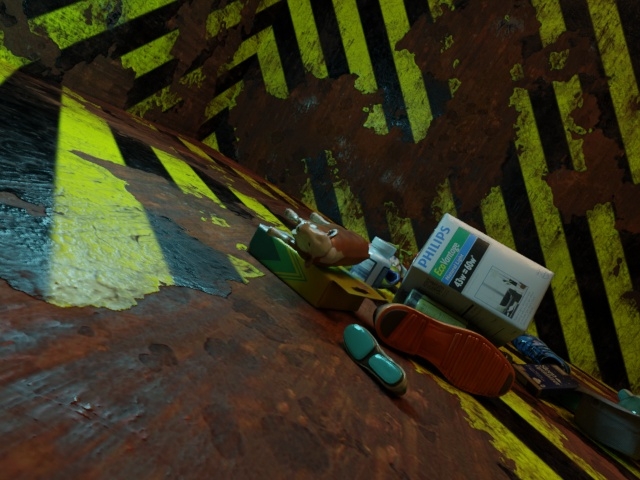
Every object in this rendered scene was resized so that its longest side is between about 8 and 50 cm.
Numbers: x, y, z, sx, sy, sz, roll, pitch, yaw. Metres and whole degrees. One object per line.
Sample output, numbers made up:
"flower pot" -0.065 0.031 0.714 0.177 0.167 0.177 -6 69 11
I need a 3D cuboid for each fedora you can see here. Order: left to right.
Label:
"fedora" 0.868 0.547 1.289 0.244 0.124 0.275 29 -1 -26

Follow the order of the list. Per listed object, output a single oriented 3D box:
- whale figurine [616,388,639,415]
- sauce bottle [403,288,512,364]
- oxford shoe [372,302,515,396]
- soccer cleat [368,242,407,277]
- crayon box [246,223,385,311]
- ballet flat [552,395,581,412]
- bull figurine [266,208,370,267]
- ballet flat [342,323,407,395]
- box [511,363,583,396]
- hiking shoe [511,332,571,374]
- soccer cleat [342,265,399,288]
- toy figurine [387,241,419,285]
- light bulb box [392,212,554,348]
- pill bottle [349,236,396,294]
"whale figurine" 1.027 0.612 1.461 0.141 0.216 0.272 -11 -17 1
"sauce bottle" 0.399 0.279 1.310 0.345 0.111 0.111 33 8 12
"oxford shoe" 0.293 0.248 1.051 0.364 0.129 0.133 31 0 -2
"soccer cleat" 0.313 0.102 2.133 0.331 0.116 0.143 23 10 -48
"crayon box" -0.013 0.084 1.102 0.319 0.081 0.202 35 9 34
"ballet flat" 0.843 0.530 1.525 0.086 0.086 0.248 23 9 -46
"bull figurine" 0.000 0.000 1.010 0.188 0.101 0.310 33 8 31
"ballet flat" 0.096 0.219 0.797 0.168 0.057 0.052 45 -12 49
"box" 0.776 0.468 1.477 0.226 0.036 0.136 6 18 -17
"hiking shoe" 1.059 0.544 2.111 0.304 0.113 0.132 35 8 31
"soccer cleat" 0.164 0.087 1.536 0.289 0.121 0.093 31 50 -35
"toy figurine" 0.422 0.150 1.738 0.363 0.191 0.217 28 -9 -21
"light bulb box" 0.466 0.158 1.417 0.361 0.225 0.358 33 -23 14
"pill bottle" 0.169 0.084 1.430 0.108 0.180 0.108 30 7 -4
